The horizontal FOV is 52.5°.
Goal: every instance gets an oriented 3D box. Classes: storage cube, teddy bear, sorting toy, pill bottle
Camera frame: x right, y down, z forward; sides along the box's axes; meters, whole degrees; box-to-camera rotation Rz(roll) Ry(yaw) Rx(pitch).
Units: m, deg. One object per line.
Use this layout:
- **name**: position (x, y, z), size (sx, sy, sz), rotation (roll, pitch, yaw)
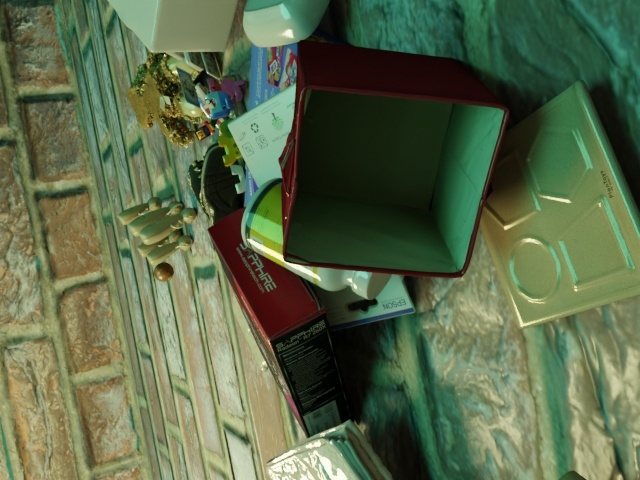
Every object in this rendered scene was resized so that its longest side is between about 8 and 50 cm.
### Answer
- **storage cube**: position (0.061, -0.091, 0.686), size (0.193, 0.215, 0.184), rotation (-98, 14, -61)
- **teddy bear**: position (-0.338, -0.349, 1.509), size (0.245, 0.113, 0.338), rotation (61, 150, -2)
- **sorting toy**: position (0.227, -0.024, 0.635), size (0.208, 0.038, 0.193), rotation (137, 118, -64)
- **pill bottle**: position (0.000, 0.000, 0.806), size (0.184, 0.103, 0.103), rotation (27, 128, 24)

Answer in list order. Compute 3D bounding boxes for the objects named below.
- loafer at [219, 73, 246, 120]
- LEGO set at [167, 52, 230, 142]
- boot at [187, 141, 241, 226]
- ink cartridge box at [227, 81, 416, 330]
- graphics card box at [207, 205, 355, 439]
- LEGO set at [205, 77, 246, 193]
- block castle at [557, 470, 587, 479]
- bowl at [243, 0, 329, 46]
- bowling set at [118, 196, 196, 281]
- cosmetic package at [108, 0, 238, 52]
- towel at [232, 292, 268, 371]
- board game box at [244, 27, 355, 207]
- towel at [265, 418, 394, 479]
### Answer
- **loafer**: position (-0.174, -0.266, 1.286), size (0.045, 0.039, 0.125), rotation (1, 101, 61)
- **LEGO set**: position (-0.246, -0.295, 1.281), size (0.060, 0.182, 0.244), rotation (-24, 77, 20)
- **boot**: position (-0.237, -0.138, 1.388), size (0.178, 0.085, 0.236), rotation (54, 153, 40)
- **ink cartridge box**: position (0.012, -0.045, 0.886), size (0.165, 0.065, 0.333), rotation (-18, 99, 41)
- **graphics card box**: position (-0.053, 0.148, 1.025), size (0.233, 0.094, 0.371), rotation (54, 166, 37)
- **LEGO set**: position (-0.145, -0.210, 1.222), size (0.087, 0.093, 0.227), rotation (-56, -48, -85)
- **block castle**: position (0.174, 0.464, 0.608), size (0.213, 0.303, 0.453), rotation (43, 134, 36)
- **bowl**: position (-0.048, -0.347, 0.913), size (0.142, 0.053, 0.142), rotation (10, 74, 44)
- **bowling set**: position (-0.419, -0.005, 1.771), size (0.287, 0.154, 0.200), rotation (29, 143, 54)
- **cosmetic package**: position (-0.222, -0.566, 1.059), size (0.230, 0.161, 0.453), rotation (50, 135, 29)
- **towel**: position (-0.107, 0.115, 1.295), size (0.187, 0.049, 0.282), rotation (58, 145, 32)
- **board game box**: position (-0.034, -0.150, 1.024), size (0.233, 0.078, 0.347), rotation (45, 138, 46)
- **towel**: position (0.062, 0.455, 0.998), size (0.332, 0.053, 0.317), rotation (54, 146, 10)
